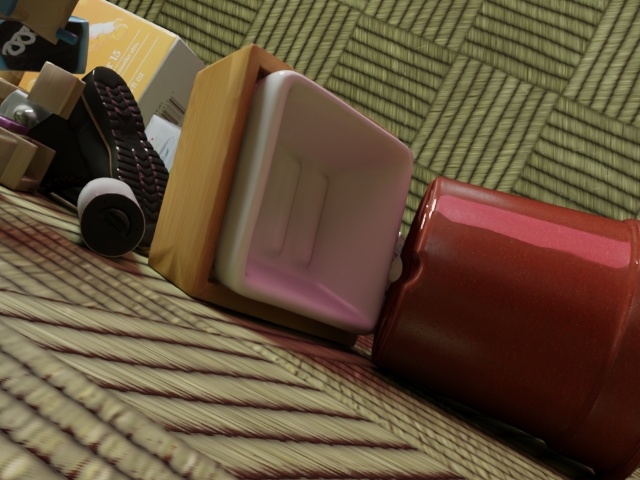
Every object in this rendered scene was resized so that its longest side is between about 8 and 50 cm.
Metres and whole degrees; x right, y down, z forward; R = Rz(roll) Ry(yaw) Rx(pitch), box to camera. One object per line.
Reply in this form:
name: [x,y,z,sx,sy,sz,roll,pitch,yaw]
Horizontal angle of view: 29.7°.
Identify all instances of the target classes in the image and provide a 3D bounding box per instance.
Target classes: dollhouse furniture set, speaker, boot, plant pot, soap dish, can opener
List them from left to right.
dollhouse furniture set: [-0.307,-0.223,1.051,0.198,0.303,0.286,28,2,3]
can opener: [-0.264,-0.084,1.336,0.283,0.076,0.095,30,4,34]
boot: [-0.227,-0.056,1.211,0.077,0.137,0.198,15,50,-53]
speaker: [-0.184,-0.022,1.054,0.055,0.055,0.136,27,2,-15]
soap dish: [-0.032,-0.034,1.167,0.118,0.229,0.291,8,-8,32]
plant pot: [0.204,0.071,1.206,0.265,0.272,0.272,19,2,-1]

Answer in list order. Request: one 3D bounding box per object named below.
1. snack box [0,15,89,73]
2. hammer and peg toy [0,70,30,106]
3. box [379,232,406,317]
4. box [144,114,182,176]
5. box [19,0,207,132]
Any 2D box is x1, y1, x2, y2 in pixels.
snack box: [-0.413,-0.213,1.213,0.322,0.060,0.187,0,14,-25]
hammer and peg toy: [-0.564,-0.276,1.554,0.361,0.127,0.266,28,2,14]
box: [0.082,0.049,1.675,0.232,0.058,0.322,29,-14,40]
box: [-0.085,-0.022,1.405,0.262,0.127,0.231,25,4,-23]
box: [-0.357,-0.237,1.764,0.345,0.215,0.168,28,-7,24]
